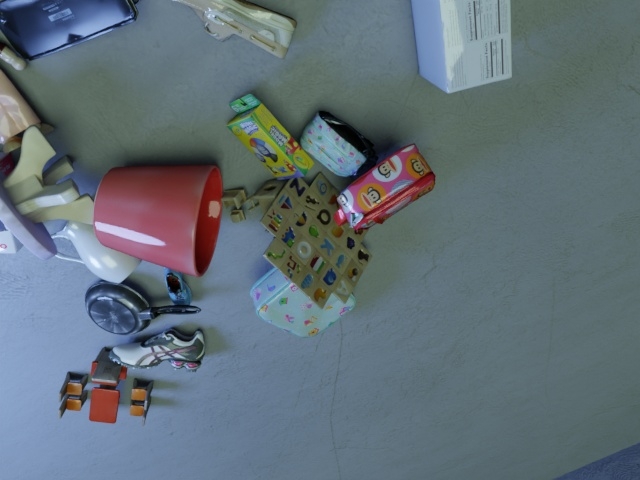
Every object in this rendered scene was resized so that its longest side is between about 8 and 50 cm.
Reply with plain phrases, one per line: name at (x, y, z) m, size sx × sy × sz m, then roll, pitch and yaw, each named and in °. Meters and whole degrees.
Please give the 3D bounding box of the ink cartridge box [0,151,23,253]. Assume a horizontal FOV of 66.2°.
ink cartridge box at (-0.828, -0.089, 1.185) m, size 0.172 × 0.100 × 0.237 m, roll 0°, pitch 120°, yaw -7°

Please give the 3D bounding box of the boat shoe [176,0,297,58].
boat shoe at (-0.205, -0.473, 1.046) m, size 0.303 × 0.109 × 0.098 m, roll 12°, pitch 116°, yaw -20°

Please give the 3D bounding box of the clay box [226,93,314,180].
clay box at (-0.130, -0.241, 1.175) m, size 0.222 × 0.128 × 0.053 m, roll 45°, pitch 67°, yaw -27°

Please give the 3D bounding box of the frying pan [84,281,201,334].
frying pan at (-0.520, 0.222, 1.405) m, size 0.327 × 0.053 × 0.197 m, roll 20°, pitch 125°, yaw -4°

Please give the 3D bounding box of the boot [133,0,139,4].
boot at (-0.398, -0.566, 0.974) m, size 0.069 × 0.086 × 0.189 m, roll -6°, pitch 121°, yaw -4°

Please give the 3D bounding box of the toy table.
toy table at (-0.622, -0.106, 1.095) m, size 0.161 × 0.252 × 0.274 m, roll -32°, pitch 137°, yaw -12°

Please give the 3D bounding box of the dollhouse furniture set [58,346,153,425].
dollhouse furniture set at (-0.660, 0.470, 1.510) m, size 0.262 × 0.135 × 0.258 m, roll 11°, pitch 118°, yaw -13°

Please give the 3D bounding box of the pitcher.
pitcher at (-0.589, 0.026, 1.277) m, size 0.178 × 0.125 × 0.207 m, roll -37°, pitch 108°, yaw 20°

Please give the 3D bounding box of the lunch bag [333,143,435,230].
lunch bag at (0.145, -0.111, 1.196) m, size 0.258 × 0.293 × 0.120 m, roll -33°, pitch 85°, yaw 10°

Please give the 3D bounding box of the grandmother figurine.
grandmother figurine at (-0.745, -0.359, 1.049) m, size 0.208 × 0.104 × 0.342 m, roll -34°, pitch 119°, yaw -19°

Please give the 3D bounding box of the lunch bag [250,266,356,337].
lunch bag at (-0.040, 0.156, 1.393) m, size 0.224 × 0.107 × 0.279 m, roll -43°, pitch 137°, yaw 12°

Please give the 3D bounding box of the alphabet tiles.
alphabet tiles at (0.000, 0.000, 1.286) m, size 0.342 × 0.011 × 0.285 m, roll 46°, pitch 60°, yaw -27°

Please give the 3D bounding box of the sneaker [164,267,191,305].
sneaker at (-0.411, 0.139, 1.388) m, size 0.064 × 0.073 × 0.162 m, roll -10°, pitch 122°, yaw -1°

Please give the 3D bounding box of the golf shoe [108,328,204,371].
golf shoe at (-0.488, 0.320, 1.482) m, size 0.273 × 0.105 × 0.120 m, roll 6°, pitch 103°, yaw -18°

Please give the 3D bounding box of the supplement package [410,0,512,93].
supplement package at (0.292, -0.480, 1.048) m, size 0.145 × 0.204 × 0.261 m, roll -14°, pitch 121°, yaw 0°

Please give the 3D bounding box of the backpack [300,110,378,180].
backpack at (0.043, -0.231, 1.198) m, size 0.182 × 0.152 × 0.115 m, roll 35°, pitch 104°, yaw -12°

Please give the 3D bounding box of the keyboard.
keyboard at (-0.537, -0.492, 0.978) m, size 0.318 × 0.033 × 0.201 m, roll -10°, pitch 130°, yaw 19°

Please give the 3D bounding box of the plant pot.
plant pot at (-0.384, -0.064, 1.182) m, size 0.244 × 0.274 × 0.274 m, roll 8°, pitch 119°, yaw 0°

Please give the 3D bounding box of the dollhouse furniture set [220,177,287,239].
dollhouse furniture set at (-0.154, -0.062, 1.316) m, size 0.161 × 0.101 × 0.181 m, roll -1°, pitch 124°, yaw 21°
